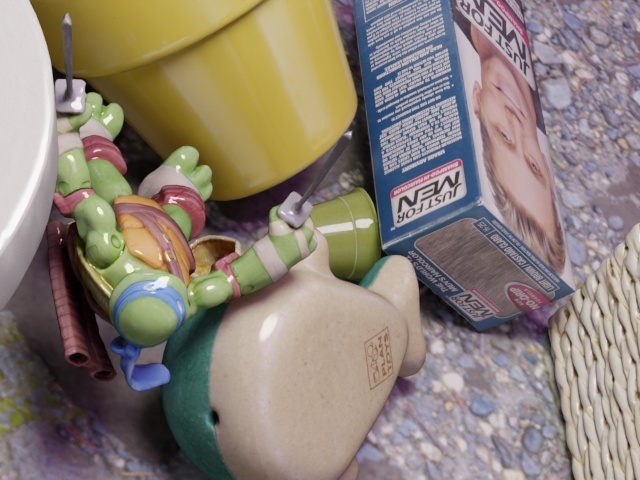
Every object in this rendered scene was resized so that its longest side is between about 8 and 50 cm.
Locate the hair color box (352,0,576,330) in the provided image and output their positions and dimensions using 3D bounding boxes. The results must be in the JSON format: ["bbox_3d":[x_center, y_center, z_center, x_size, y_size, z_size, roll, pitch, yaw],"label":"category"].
[{"bbox_3d":[0.123,-0.113,1.620,0.174,0.105,0.347,38,36,-44],"label":"hair color box"}]

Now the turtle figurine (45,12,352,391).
[{"bbox_3d":[-0.103,-0.051,1.288,0.197,0.275,0.266,-2,19,-14],"label":"turtle figurine"}]

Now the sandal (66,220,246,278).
[{"bbox_3d":[-0.093,0.031,1.445,0.240,0.079,0.088,20,48,-16],"label":"sandal"}]

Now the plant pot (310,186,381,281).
[{"bbox_3d":[0.000,0.000,1.533,0.079,0.083,0.083,-6,59,-20],"label":"plant pot"}]

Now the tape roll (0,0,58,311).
[{"bbox_3d":[-0.354,-0.063,1.094,0.392,0.072,0.392,2,62,-4],"label":"tape roll"}]

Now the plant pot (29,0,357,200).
[{"bbox_3d":[-0.092,-0.173,1.473,0.239,0.254,0.254,61,39,-26],"label":"plant pot"}]

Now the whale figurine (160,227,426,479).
[{"bbox_3d":[-0.019,0.092,1.408,0.272,0.141,0.216,-28,113,-53],"label":"whale figurine"}]

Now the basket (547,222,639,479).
[{"bbox_3d":[0.403,0.153,1.517,0.328,0.266,0.331,11,51,-24],"label":"basket"}]
